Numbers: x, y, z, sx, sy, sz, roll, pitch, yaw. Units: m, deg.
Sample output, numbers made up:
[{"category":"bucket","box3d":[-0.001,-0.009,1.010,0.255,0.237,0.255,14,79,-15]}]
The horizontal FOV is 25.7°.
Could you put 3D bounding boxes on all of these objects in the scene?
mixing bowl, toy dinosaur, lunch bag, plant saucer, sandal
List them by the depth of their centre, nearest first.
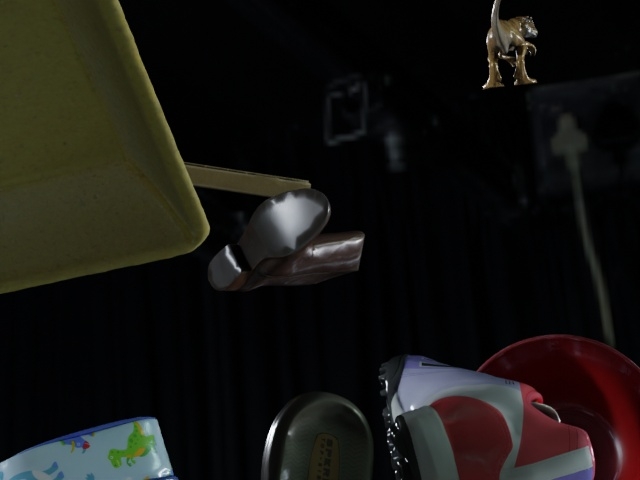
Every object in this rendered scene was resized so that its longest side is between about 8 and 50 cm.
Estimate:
[{"category":"sandal","box3d":[0.007,0.186,0.780,0.090,0.219,0.060,18,-27,-25]},{"category":"plant saucer","box3d":[-0.263,-0.077,0.861,0.333,0.081,0.332,-12,-33,2]},{"category":"mixing bowl","box3d":[0.207,0.179,1.197,0.182,0.181,0.098,-8,-19,12]},{"category":"lunch bag","box3d":[-0.245,0.246,1.322,0.176,0.090,0.219,-10,-19,-32]},{"category":"toy dinosaur","box3d":[0.219,-0.242,1.690,0.064,0.112,0.211,-6,2,17]}]

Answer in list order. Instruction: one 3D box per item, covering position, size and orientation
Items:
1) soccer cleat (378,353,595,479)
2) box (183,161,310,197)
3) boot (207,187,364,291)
[{"category":"soccer cleat","box3d":[0.105,0.136,0.973,0.117,0.108,0.318,-10,2,0]},{"category":"box","box3d":[-0.129,-0.060,1.224,0.201,0.021,0.164,7,2,-20]},{"category":"boot","box3d":[0.000,0.000,0.879,0.106,0.037,0.114,-32,-21,36]}]
